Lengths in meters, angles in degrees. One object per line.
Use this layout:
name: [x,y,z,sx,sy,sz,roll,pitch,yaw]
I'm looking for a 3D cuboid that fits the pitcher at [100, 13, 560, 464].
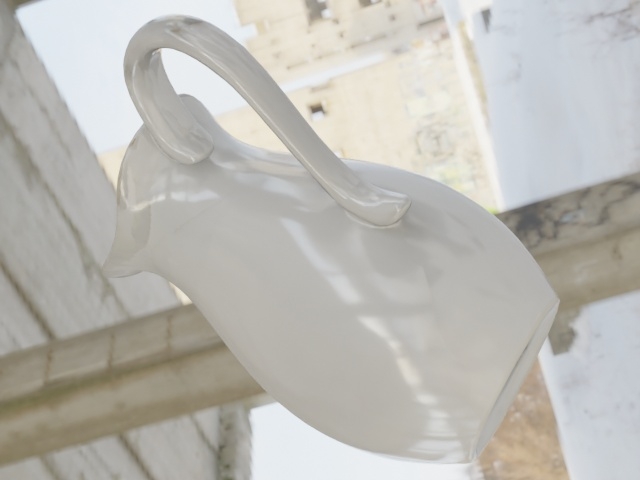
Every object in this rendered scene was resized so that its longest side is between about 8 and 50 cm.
pitcher: [0.000,0.000,0.485,0.125,0.207,0.178,-52,-19,-30]
